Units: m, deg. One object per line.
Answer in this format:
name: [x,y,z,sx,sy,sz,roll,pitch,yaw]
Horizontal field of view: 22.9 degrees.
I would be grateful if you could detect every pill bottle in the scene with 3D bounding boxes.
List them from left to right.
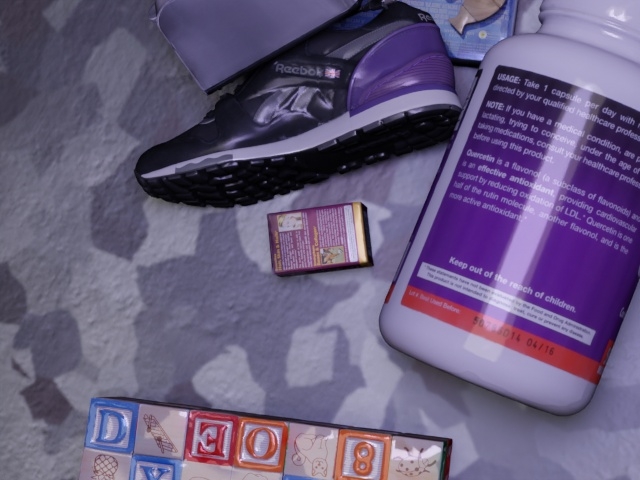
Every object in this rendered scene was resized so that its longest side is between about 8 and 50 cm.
pill bottle: [0.182,-0.036,1.252,0.182,0.181,0.322,22,89,11]

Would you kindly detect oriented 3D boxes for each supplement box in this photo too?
supplement box: [0.000,0.000,1.349,0.083,0.043,0.055,-6,84,8]

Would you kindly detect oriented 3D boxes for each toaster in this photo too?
toaster: [-0.054,-0.234,1.305,0.186,0.110,0.168,-27,44,16]

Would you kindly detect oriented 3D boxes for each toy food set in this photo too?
toy food set: [0.149,-0.237,1.337,0.122,0.019,0.078,-34,79,13]

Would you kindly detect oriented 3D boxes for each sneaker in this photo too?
sneaker: [-0.025,-0.116,1.342,0.283,0.107,0.124,-16,72,9]

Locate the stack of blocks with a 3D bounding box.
stack of blocks: [-0.049,0.232,1.313,0.297,0.087,0.171,7,86,10]

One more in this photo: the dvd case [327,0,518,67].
dvd case: [0.091,-0.281,1.372,0.180,0.022,0.253,7,86,11]
